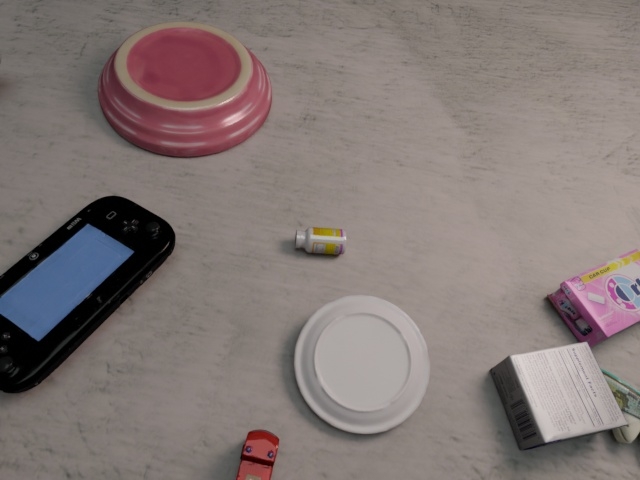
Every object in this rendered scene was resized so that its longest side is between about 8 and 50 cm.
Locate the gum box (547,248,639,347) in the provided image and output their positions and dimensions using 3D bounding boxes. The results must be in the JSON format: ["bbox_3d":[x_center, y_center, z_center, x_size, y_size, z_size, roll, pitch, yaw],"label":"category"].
[{"bbox_3d":[0.491,0.099,0.850,0.188,0.062,0.107,-19,63,-20],"label":"gum box"}]

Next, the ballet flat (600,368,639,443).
[{"bbox_3d":[0.486,0.280,0.737,0.222,0.077,0.079,34,78,11],"label":"ballet flat"}]

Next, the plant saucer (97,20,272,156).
[{"bbox_3d":[-0.258,-0.312,0.968,0.332,0.084,0.332,5,58,-7],"label":"plant saucer"}]

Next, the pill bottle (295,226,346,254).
[{"bbox_3d":[0.000,0.000,0.839,0.083,0.043,0.043,4,58,-7],"label":"pill bottle"}]

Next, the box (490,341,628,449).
[{"bbox_3d":[0.346,0.228,0.739,0.137,0.072,0.126,-6,59,-12],"label":"box"}]

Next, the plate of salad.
[{"bbox_3d":[0.061,0.178,0.737,0.200,0.048,0.199,1,67,-3],"label":"plate of salad"}]

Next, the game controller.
[{"bbox_3d":[-0.365,0.061,0.726,0.166,0.067,0.319,32,58,11],"label":"game controller"}]

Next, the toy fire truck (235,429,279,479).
[{"bbox_3d":[-0.087,0.310,0.576,0.047,0.135,0.192,14,57,-1],"label":"toy fire truck"}]
